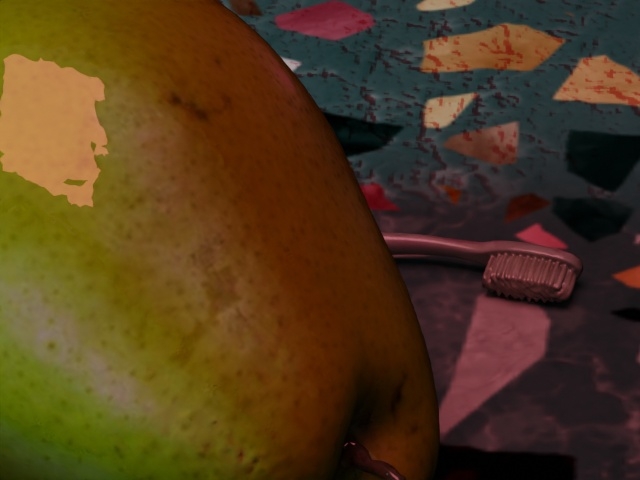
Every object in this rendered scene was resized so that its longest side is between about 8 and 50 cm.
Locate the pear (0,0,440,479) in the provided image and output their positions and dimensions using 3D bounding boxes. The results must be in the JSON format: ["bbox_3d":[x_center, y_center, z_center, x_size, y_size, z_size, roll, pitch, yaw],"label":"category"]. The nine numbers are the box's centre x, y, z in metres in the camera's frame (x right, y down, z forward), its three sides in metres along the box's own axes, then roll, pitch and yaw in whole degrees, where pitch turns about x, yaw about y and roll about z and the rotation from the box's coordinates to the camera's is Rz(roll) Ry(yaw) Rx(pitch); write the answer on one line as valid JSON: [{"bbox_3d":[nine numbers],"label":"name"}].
[{"bbox_3d":[-0.087,0.010,0.971,0.336,0.285,0.285,18,43,7],"label":"pear"}]

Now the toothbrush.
[{"bbox_3d":[0.000,0.000,1.155,0.307,0.025,0.029,9,49,20],"label":"toothbrush"}]
